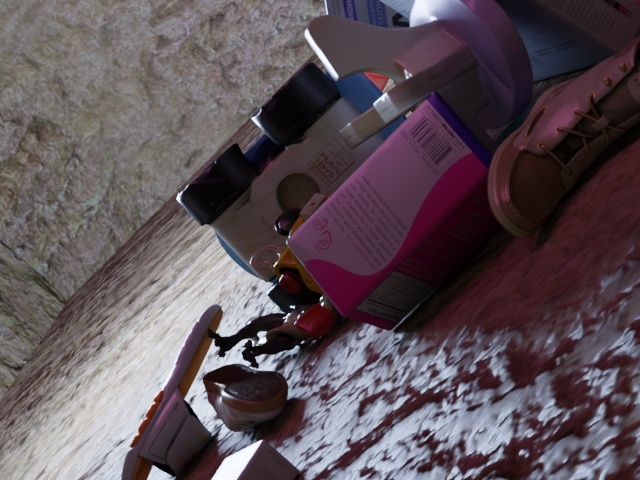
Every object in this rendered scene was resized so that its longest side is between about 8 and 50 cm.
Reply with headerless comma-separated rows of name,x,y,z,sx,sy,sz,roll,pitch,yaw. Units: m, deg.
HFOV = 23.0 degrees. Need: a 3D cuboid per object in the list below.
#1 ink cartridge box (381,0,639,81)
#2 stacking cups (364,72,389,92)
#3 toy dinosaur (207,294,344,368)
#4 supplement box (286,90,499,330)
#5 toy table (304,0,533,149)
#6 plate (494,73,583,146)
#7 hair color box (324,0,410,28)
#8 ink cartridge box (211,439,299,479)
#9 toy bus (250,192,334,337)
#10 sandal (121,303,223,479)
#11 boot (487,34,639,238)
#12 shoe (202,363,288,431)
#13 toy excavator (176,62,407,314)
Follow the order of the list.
ink cartridge box,0.166,-0.299,1.809,0.071,0.330,0.324,-60,13,-7
stacking cups,0.119,-0.322,2.246,0.096,0.096,0.316,-57,-5,-42
toy dinosaur,-0.061,0.113,1.893,0.118,0.064,0.268,-18,-3,-34
supplement box,0.092,-0.026,1.605,0.220,0.111,0.114,-44,-28,13
toy table,0.115,-0.170,1.749,0.161,0.252,0.274,-34,-11,-12
plate,0.226,-0.104,1.702,0.188,0.024,0.188,-45,11,11
hair color box,0.168,-0.369,2.008,0.339,0.185,0.110,-8,20,7
ink cartridge box,-0.087,0.264,1.538,0.088,0.052,0.122,-34,16,54
toy bus,0.012,-0.002,1.777,0.202,0.104,0.191,-23,38,1
sandal,-0.162,0.208,1.931,0.265,0.076,0.102,-64,-9,-6
boot,0.251,-0.104,1.474,0.165,0.077,0.213,-31,19,49
shoe,-0.082,0.186,1.819,0.076,0.058,0.219,-17,8,-15
toy excavator,0.051,-0.140,2.111,0.433,0.222,0.445,-44,2,12
